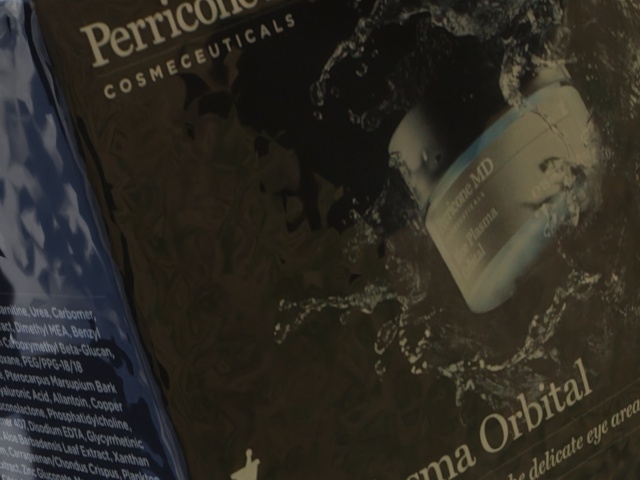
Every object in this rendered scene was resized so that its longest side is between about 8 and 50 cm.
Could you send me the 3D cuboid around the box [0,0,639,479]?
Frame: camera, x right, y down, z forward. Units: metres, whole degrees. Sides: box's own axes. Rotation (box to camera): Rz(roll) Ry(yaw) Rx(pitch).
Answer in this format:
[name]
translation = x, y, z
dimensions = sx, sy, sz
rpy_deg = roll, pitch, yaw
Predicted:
[box]
translation = 0.000, 0.000, 0.427
dimensions = 0.156, 0.093, 0.158
rpy_deg = -27, -75, -34
